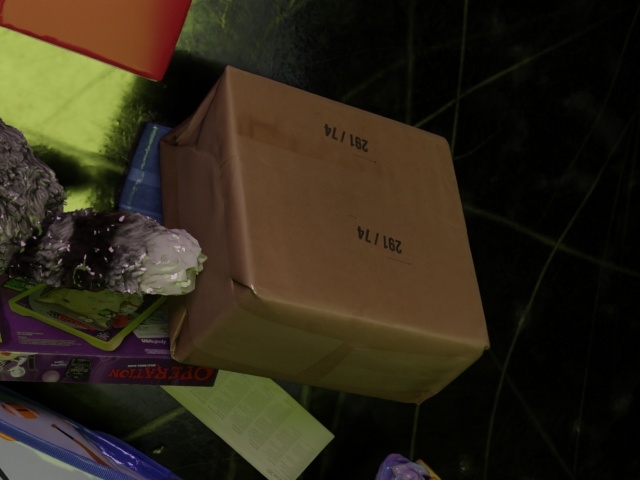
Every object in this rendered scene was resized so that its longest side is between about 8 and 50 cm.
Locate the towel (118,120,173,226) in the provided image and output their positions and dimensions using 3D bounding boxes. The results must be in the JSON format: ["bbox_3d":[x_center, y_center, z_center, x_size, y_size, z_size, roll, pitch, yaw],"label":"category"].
[{"bbox_3d":[-0.194,-0.078,1.616,0.067,0.029,0.119,17,97,-25],"label":"towel"}]

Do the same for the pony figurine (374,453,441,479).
[{"bbox_3d":[0.032,0.436,1.712,0.363,0.303,0.351,-45,136,-1],"label":"pony figurine"}]

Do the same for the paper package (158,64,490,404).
[{"bbox_3d":[0.000,0.000,1.544,0.325,0.168,0.309,13,54,-31],"label":"paper package"}]

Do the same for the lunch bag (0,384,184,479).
[{"bbox_3d":[-0.357,0.350,1.542,0.385,0.239,0.327,29,90,-18],"label":"lunch bag"}]

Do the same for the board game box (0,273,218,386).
[{"bbox_3d":[-0.299,0.078,1.512,0.347,0.208,0.056,5,125,-23],"label":"board game box"}]

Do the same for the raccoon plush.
[{"bbox_3d":[-0.329,-0.122,1.419,0.447,0.216,0.299,5,101,-3],"label":"raccoon plush"}]

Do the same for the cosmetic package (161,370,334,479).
[{"bbox_3d":[-0.100,0.201,1.706,0.099,0.060,0.239,-48,115,-7],"label":"cosmetic package"}]

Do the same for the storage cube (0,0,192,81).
[{"bbox_3d":[-0.240,-0.295,1.457,0.215,0.184,0.193,19,96,-26],"label":"storage cube"}]
